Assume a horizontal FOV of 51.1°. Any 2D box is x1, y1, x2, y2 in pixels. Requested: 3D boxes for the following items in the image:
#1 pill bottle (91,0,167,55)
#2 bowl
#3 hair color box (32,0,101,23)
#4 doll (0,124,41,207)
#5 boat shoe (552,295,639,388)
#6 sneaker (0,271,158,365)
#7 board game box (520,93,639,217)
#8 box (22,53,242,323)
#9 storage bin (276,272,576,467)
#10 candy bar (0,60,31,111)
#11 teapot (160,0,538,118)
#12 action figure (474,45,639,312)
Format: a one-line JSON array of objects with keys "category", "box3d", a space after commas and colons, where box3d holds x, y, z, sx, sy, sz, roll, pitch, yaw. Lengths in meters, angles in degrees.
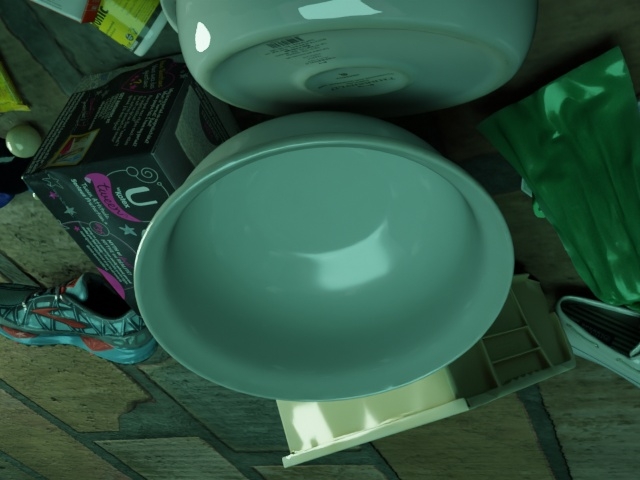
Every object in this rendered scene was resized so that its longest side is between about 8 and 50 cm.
[{"category": "pill bottle", "box3d": [-0.185, -0.216, 0.568, 0.116, 0.065, 0.065, 33, 137, -22]}, {"category": "bowl", "box3d": [0.000, 0.000, 0.569, 0.297, 0.134, 0.298, -3, 134, -3]}, {"category": "hair color box", "box3d": [-0.184, -0.244, 0.498, 0.072, 0.043, 0.141, 23, 106, -11]}, {"category": "doll", "box3d": [-0.391, -0.083, 0.795, 0.189, 0.046, 0.129, -25, 135, 36]}, {"category": "boat shoe", "box3d": [0.373, 0.127, 0.766, 0.226, 0.083, 0.076, 16, 156, 27]}, {"category": "sneaker", "box3d": [-0.359, 0.087, 0.974, 0.261, 0.104, 0.125, 13, 124, -6]}, {"category": "board game box", "box3d": [0.463, -0.038, 0.618, 0.390, 0.050, 0.390, 32, 137, -22]}, {"category": "box", "box3d": [-0.147, -0.041, 0.690, 0.142, 0.163, 0.247, -6, 136, 18]}, {"category": "storage bin", "box3d": [0.115, 0.148, 0.785, 0.260, 0.123, 0.262, -1, 156, -46]}, {"category": "candy bar", "box3d": [-0.343, -0.192, 0.676, 0.040, 0.018, 0.161, 2, 139, 7]}, {"category": "teapot", "box3d": [0.018, -0.196, 0.455, 0.256, 0.187, 0.252, -1, 176, -12]}, {"category": "action figure", "box3d": [0.247, -0.029, 0.581, 0.137, 0.063, 0.232, -28, 85, 41]}]
